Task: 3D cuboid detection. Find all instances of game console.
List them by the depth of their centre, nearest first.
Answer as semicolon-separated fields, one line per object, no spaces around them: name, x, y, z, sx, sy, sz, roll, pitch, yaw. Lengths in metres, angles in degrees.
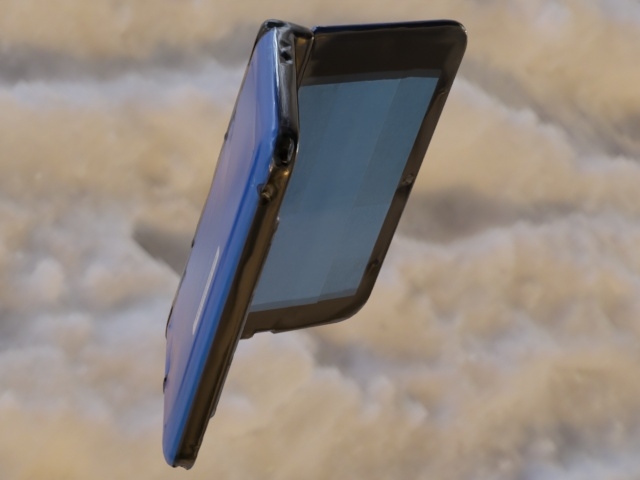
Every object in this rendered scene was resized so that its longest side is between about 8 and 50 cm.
game console;0.000;0.000;1.309;0.173;0.293;0.250;12;33;-11
